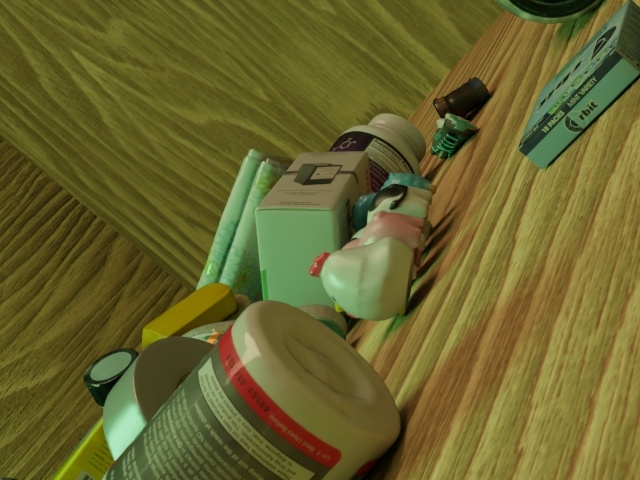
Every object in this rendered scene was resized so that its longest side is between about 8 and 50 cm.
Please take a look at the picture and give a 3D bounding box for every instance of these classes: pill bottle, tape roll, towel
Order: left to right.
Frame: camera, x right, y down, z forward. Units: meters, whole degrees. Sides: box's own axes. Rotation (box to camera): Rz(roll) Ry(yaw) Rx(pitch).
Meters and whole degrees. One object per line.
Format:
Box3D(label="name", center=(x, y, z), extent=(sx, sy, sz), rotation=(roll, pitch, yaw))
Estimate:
Box3D(label="tape roll", center=(-0.132, 0.213, 1.248), extent=(0.072, 0.219, 0.219), rotation=(-49, 4, 25))
Box3D(label="pill bottle", center=(-0.091, 0.222, 1.005), extent=(0.318, 0.176, 0.176), rotation=(-49, 4, 15))
Box3D(label="towel", center=(-0.102, 0.021, 2.126), extent=(0.320, 0.090, 0.374), rotation=(11, -80, -62))
Box3D(label="pill bottle", center=(0.066, -0.087, 2.059), extent=(0.323, 0.181, 0.181), rotation=(-53, 5, -31))

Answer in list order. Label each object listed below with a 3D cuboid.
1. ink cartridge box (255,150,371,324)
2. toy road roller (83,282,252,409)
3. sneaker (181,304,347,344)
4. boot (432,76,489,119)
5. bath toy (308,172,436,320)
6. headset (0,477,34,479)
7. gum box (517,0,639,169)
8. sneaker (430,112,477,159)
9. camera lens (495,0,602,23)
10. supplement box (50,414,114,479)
Box3D(label="ink cartridge box", center=(0.000, 0.000, 1.729), extent=(0.289, 0.121, 0.211), rotation=(-58, -33, -66))
Box3D(label="toy road roller", center=(-0.180, 0.236, 1.747), extent=(0.329, 0.202, 0.240), rotation=(-38, 29, -30))
Box3D(label="sneaker", center=(-0.109, 0.178, 1.508), extent=(0.302, 0.108, 0.121), rotation=(-19, 28, 17))
Box3D(label="boot", center=(0.289, -0.275, 2.249), extent=(0.106, 0.082, 0.219), rotation=(-28, 3, 9))
Box3D(label="bath toy", center=(0.071, 0.014, 1.476), extent=(0.348, 0.129, 0.151), rotation=(-59, -25, -69))
Box3D(label="headset", center=(-0.434, 0.537, 1.540), extent=(0.243, 0.185, 0.394), rotation=(10, -79, -82))
Box3D(label="gum box", center=(0.303, -0.180, 1.265), extent=(0.157, 0.041, 0.184), rotation=(-48, 4, 34))
Box3D(label="sneaker", center=(0.237, -0.183, 2.019), extent=(0.166, 0.065, 0.076), rotation=(146, 147, -87))
Box3D(label="camera lens", center=(0.377, -0.476, 1.856), extent=(0.219, 0.219, 0.274), rotation=(-50, 4, 13))
Box3D(label="supplement box", center=(-0.368, 0.442, 1.978), extent=(0.194, 0.195, 0.356), rotation=(-48, 6, 34))
